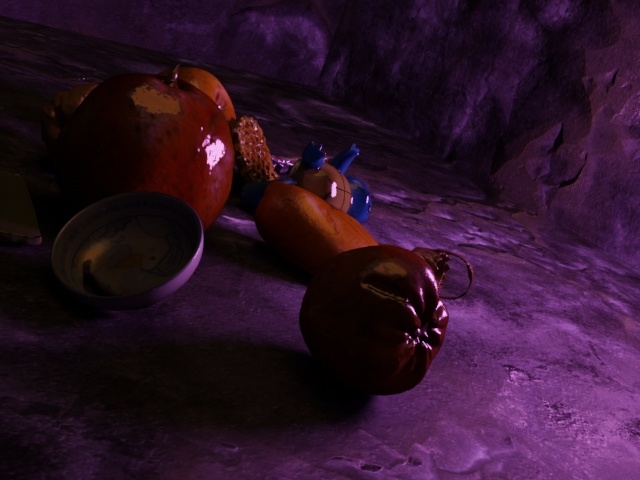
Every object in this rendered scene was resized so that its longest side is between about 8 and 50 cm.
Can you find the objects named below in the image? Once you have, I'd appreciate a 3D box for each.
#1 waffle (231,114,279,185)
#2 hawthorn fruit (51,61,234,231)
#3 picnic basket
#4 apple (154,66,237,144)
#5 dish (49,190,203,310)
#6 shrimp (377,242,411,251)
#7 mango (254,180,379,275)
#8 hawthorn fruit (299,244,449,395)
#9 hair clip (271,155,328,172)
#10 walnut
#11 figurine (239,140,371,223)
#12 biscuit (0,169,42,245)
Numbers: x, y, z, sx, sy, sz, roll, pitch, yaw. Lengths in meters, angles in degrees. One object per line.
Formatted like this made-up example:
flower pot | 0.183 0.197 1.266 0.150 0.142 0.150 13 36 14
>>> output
waffle | -0.194 -0.247 2.320 0.052 0.245 0.254 -15 16 17
hawthorn fruit | -0.366 -0.196 1.703 0.403 0.402 0.403 19 19 -7
picnic basket | 0.310 0.085 2.043 0.179 0.128 0.138 10 16 24
apple | -0.395 -0.342 2.257 0.275 0.299 0.299 -21 12 14
dish | -0.344 0.047 1.454 0.274 0.133 0.273 -3 44 2
shrimp | 0.190 0.049 2.148 0.161 0.049 0.166 25 20 19
mango | 0.000 0.000 1.900 0.350 0.201 0.199 35 58 14
hawthorn fruit | 0.075 0.141 1.449 0.298 0.276 0.277 12 7 43
hair clip | -0.102 -0.262 2.660 0.292 0.084 0.106 6 28 -26
walnut | -0.568 -0.274 1.948 0.257 0.224 0.257 26 13 -6
figurine | -0.002 -0.121 2.198 0.417 0.297 0.243 4 -20 -33
biscuit | -0.635 -0.071 1.600 0.099 0.038 0.322 13 19 -33
